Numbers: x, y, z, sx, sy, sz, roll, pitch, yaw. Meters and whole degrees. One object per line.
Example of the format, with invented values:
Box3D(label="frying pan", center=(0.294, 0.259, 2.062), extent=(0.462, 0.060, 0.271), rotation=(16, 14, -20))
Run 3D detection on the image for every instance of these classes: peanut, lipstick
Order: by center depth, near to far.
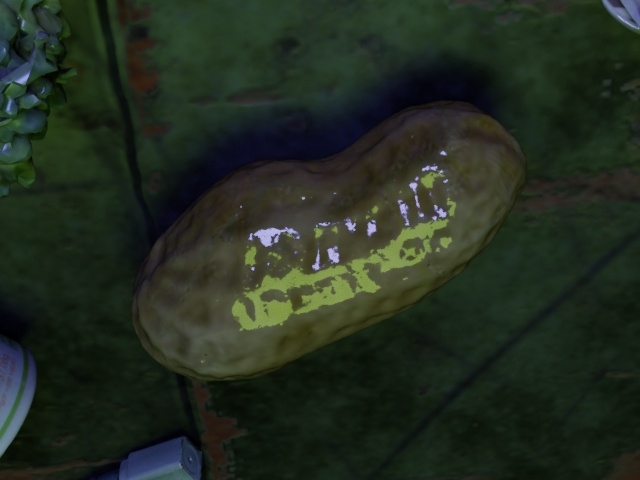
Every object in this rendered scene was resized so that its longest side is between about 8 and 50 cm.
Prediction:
Box3D(label="peanut", center=(0.000, 0.000, 0.713), extent=(0.226, 0.095, 0.108), rotation=(-24, 128, 14))
Box3D(label="lipstick", center=(-0.127, 0.155, 0.889), extent=(0.107, 0.025, 0.025), rotation=(-22, 131, 19))

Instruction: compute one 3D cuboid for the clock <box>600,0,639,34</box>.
Box3D(label="clock", center=(0.160, -0.143, 0.562), extent=(0.092, 0.162, 0.166), rotation=(-31, 127, -4))

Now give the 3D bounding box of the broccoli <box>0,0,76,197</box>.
Box3D(label="broccoli", center=(-0.210, -0.158, 0.437), extent=(0.375, 0.302, 0.249), rotation=(44, 77, -31))

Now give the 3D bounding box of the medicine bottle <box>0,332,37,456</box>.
Box3D(label="medicine bottle", center=(-0.250, 0.057, 0.744), extent=(0.183, 0.086, 0.086), rotation=(33, 121, -32))
